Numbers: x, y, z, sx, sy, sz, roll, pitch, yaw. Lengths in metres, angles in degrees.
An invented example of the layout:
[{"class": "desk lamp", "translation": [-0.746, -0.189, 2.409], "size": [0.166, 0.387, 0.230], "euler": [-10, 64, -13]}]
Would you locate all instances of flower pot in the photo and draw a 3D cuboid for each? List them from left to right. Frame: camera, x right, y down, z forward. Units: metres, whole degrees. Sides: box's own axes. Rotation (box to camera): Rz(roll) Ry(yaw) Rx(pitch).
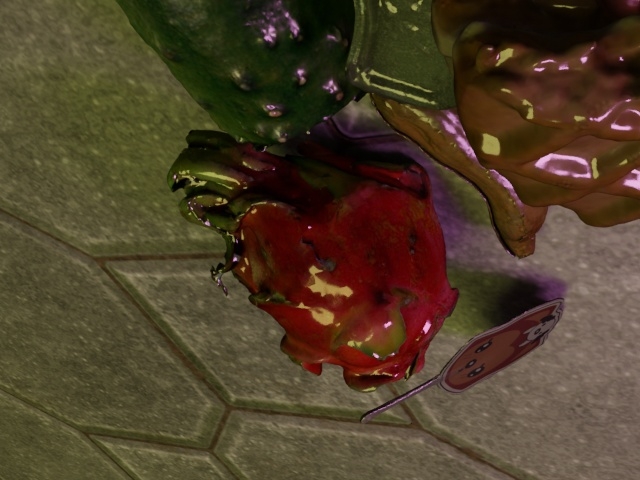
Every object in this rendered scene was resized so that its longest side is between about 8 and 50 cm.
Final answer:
[{"class": "flower pot", "translation": [0.068, -0.196, 0.578], "size": [0.103, 0.108, 0.229], "euler": [14, 145, 19]}]

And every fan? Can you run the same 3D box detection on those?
[{"class": "fan", "translation": [0.133, 0.119, 0.891], "size": [0.009, 0.220, 0.132], "euler": [59, 167, 28]}]

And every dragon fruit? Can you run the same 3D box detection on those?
[{"class": "dragon fruit", "translation": [-0.010, 0.018, 0.837], "size": [0.269, 0.198, 0.200], "euler": [12, 111, 5]}]

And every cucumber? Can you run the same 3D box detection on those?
[{"class": "cucumber", "translation": [-0.078, -0.195, 0.656], "size": [0.145, 0.105, 0.325], "euler": [3, 145, 31]}]

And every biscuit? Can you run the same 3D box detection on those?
[{"class": "biscuit", "translation": [0.262, -0.091, 0.502], "size": [0.366, 0.115, 0.268], "euler": [-8, 158, 27]}]

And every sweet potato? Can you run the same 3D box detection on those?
[{"class": "sweet potato", "translation": [0.125, -0.067, 0.755], "size": [0.233, 0.062, 0.081], "euler": [44, 158, -28]}]
